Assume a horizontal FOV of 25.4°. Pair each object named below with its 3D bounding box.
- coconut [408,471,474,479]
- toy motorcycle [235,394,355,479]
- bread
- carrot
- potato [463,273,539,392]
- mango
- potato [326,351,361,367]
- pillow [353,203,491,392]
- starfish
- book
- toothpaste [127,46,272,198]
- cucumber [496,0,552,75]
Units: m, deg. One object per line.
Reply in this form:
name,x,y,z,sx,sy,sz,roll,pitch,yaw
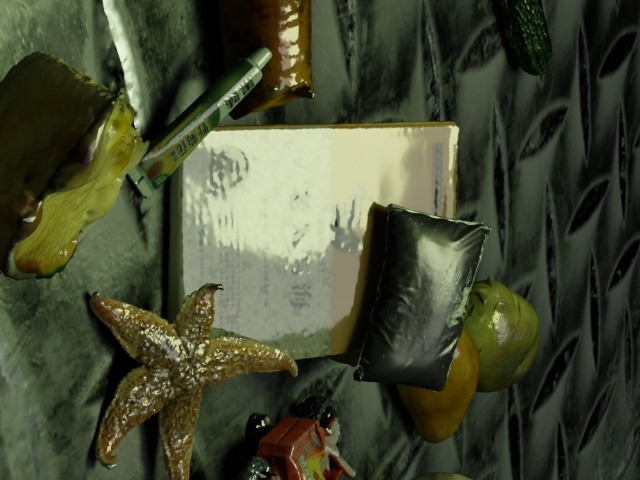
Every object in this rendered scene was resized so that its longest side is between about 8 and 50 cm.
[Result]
coconut,0.167,0.443,1.977,0.237,0.237,0.265,-36,127,-56
toy motorcycle,-0.039,0.292,1.673,0.298,0.089,0.171,-32,117,-66
bread,-0.238,-0.070,1.171,0.174,0.133,0.251,-52,180,-2
carrot,-0.062,-0.276,1.512,0.114,0.114,0.301,-36,127,-57
potato,0.263,0.154,2.222,0.169,0.143,0.248,-43,154,3
mango,0.173,0.206,2.081,0.136,0.099,0.227,-31,136,-23
potato,0.045,0.057,1.753,0.178,0.160,0.235,-90,157,-52
pillow,0.118,0.070,1.644,0.141,0.055,0.208,11,92,-28
starfish,-0.143,0.152,1.469,0.295,0.048,0.231,20,88,-47
book,0.000,0.000,1.597,0.389,0.032,0.268,-6,101,-36
toothpaste,-0.121,-0.127,1.450,0.204,0.031,0.049,-47,134,-17
cucumber,0.330,-0.363,2.323,0.077,0.077,0.265,-64,149,-35
